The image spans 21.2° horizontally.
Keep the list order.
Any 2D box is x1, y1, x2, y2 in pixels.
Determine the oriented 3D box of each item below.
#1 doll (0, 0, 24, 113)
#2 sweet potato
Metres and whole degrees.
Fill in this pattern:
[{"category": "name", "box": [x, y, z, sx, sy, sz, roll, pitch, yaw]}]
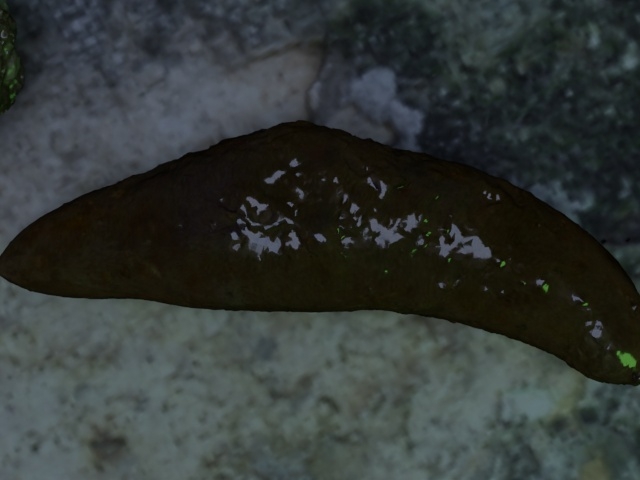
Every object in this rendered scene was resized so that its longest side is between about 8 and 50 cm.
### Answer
[{"category": "doll", "box": [-0.256, -0.072, 0.878, 0.221, 0.115, 0.105, -26, 102, 12]}, {"category": "sweet potato", "box": [0.002, -0.003, 0.867, 0.342, 0.092, 0.114, 8, 111, 4]}]
